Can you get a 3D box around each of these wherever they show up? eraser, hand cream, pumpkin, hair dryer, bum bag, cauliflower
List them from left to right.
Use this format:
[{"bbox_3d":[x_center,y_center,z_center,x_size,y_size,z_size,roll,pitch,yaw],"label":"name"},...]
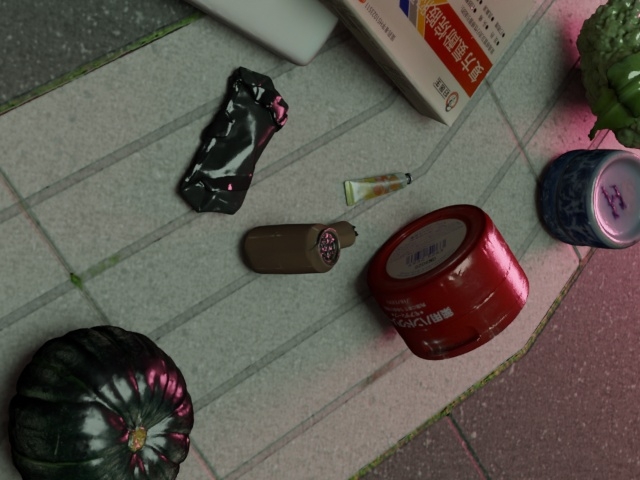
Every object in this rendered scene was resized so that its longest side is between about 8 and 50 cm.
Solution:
[{"bbox_3d":[-0.246,0.206,1.537,0.220,0.162,0.220,-13,109,-41],"label":"pumpkin"},{"bbox_3d":[-0.102,-0.119,1.685,0.087,0.049,0.197,32,75,-27],"label":"bum bag"},{"bbox_3d":[-0.089,-0.347,1.647,0.270,0.095,0.174,27,93,-32],"label":"eraser"},{"bbox_3d":[0.000,0.000,1.743,0.182,0.117,0.064,-17,102,-53],"label":"hair dryer"},{"bbox_3d":[0.078,-0.073,1.832,0.102,0.022,0.035,-15,106,-29],"label":"hand cream"},{"bbox_3d":[0.167,0.053,1.800,0.193,0.193,0.125,-46,115,-24],"label":"hand cream"},{"bbox_3d":[0.514,-0.249,1.972,0.315,0.256,0.239,-28,137,2],"label":"cauliflower"}]

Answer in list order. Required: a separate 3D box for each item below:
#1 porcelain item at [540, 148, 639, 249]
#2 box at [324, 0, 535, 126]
[{"bbox_3d":[0.406,-0.062,2.004,0.147,0.114,0.147,-2,93,-36],"label":"porcelain item"},{"bbox_3d":[0.138,-0.318,1.732,0.214,0.069,0.353,-55,142,-5],"label":"box"}]
